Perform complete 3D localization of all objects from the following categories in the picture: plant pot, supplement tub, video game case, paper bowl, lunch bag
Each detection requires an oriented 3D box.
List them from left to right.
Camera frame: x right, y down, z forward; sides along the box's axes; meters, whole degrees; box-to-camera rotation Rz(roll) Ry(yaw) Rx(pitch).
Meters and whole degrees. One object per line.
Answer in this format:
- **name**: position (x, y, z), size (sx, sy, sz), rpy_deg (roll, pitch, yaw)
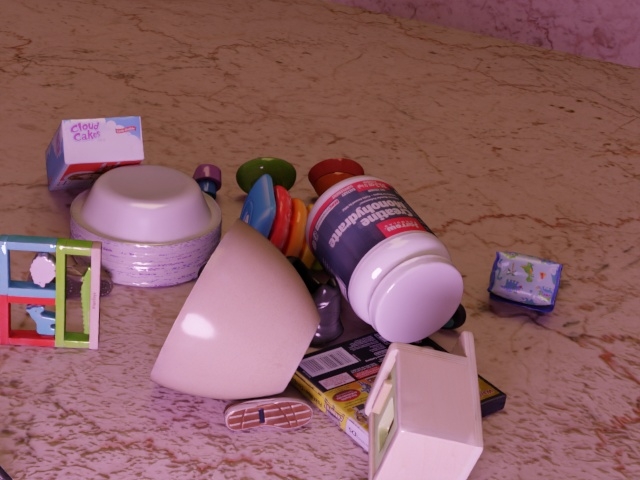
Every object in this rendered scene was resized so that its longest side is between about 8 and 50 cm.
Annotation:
- **paper bowl**: position (-0.326, -0.044, 2.162), size (0.284, 0.148, 0.284), rpy_deg (4, 28, -2)
- **plant pot**: position (-0.113, 0.135, 1.784), size (0.191, 0.284, 0.284), rpy_deg (29, 30, 0)
- **supplement tub**: position (0.108, 0.029, 1.996), size (0.191, 0.191, 0.272), rpy_deg (-8, 38, -26)
- **video game case**: position (0.118, 0.235, 1.867), size (0.275, 0.035, 0.248), rpy_deg (-14, 34, -36)
- **lunch bag**: position (0.384, 0.076, 2.165), size (0.128, 0.096, 0.151), rpy_deg (13, -1, 11)

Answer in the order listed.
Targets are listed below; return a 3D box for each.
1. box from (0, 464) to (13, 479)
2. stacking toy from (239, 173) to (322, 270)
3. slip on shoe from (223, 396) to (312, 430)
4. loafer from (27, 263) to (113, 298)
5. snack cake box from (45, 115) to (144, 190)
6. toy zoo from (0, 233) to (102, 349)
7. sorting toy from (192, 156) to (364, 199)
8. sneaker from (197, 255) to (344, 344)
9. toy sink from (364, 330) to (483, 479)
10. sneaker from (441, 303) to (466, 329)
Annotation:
- **box**: position (-0.569, 0.310, 1.538), size (0.216, 0.060, 0.270), rpy_deg (-19, 37, -39)
- **stacking toy**: position (0.000, 0.000, 2.180), size (0.301, 0.175, 0.166), rpy_deg (13, 29, -14)
- **slip on shoe**: position (-0.081, 0.262, 1.760), size (0.135, 0.051, 0.041), rpy_deg (-6, 19, -12)
- **loafer**: position (-0.440, 0.071, 2.023), size (0.148, 0.056, 0.050), rpy_deg (8, 26, -21)
- **snack cake box**: position (-0.451, -0.168, 2.278), size (0.152, 0.089, 0.264), rpy_deg (-4, -8, -21)
- **toy zoo**: position (-0.500, 0.080, 1.841), size (0.293, 0.192, 0.030), rpy_deg (3, 28, -6)
- **sorting toy**: position (-0.085, -0.088, 2.385), size (0.365, 0.127, 0.126), rpy_deg (0, 58, -8)
- **sneaker**: position (-0.083, 0.077, 2.014), size (0.286, 0.130, 0.109), rpy_deg (17, 32, 19)
- **toy sink**: position (0.143, 0.245, 1.667), size (0.131, 0.153, 0.234), rpy_deg (14, 40, -8)
- **sneaker**: position (0.194, 0.088, 2.113), size (0.223, 0.083, 0.098), rpy_deg (29, 30, 36)
